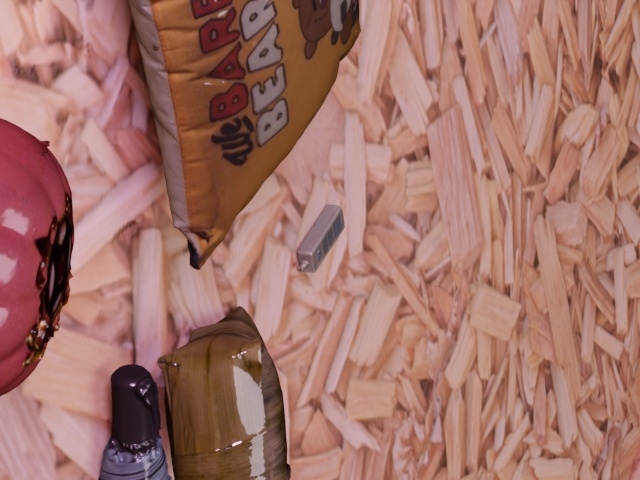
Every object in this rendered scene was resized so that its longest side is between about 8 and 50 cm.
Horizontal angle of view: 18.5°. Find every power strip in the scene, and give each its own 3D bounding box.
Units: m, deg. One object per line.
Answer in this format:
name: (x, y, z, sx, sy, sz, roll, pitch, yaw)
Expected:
power strip: (0.000, 0.000, 1.807, 0.083, 0.017, 0.027, -58, 148, -41)

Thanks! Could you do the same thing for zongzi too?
zongzi: (-0.071, 0.166, 1.605, 0.204, 0.094, 0.204, -84, 168, -81)

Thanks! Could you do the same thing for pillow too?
pillow: (-0.053, -0.191, 1.477, 0.312, 0.119, 0.310, -58, 152, -42)

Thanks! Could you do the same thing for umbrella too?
umbrella: (-0.146, 0.213, 1.535, 0.052, 0.053, 0.250, -49, 142, -61)

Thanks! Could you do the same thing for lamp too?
lamp: (-0.222, 0.011, 1.186, 0.182, 0.140, 0.182, 11, 90, -85)
